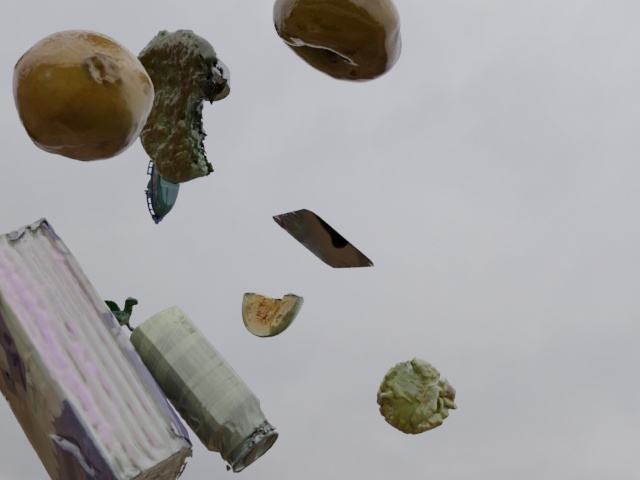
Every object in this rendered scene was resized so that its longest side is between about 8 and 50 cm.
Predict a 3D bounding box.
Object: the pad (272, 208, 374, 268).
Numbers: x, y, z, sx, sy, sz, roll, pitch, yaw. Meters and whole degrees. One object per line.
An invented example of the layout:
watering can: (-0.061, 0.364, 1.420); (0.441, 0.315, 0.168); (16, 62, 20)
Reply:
pad: (0.000, 0.000, 1.658); (0.181, 0.004, 0.267); (40, -15, -14)

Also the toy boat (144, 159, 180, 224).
toy boat: (-0.410, -0.127, 2.082); (0.091, 0.174, 0.110); (10, -7, -43)

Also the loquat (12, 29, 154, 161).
loquat: (-0.335, -0.201, 1.155); (0.187, 0.176, 0.234); (25, -21, -15)

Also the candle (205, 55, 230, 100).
candle: (-0.312, -0.414, 2.036); (0.192, 0.068, 0.168); (2, -26, -17)

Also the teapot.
teapot: (-0.139, 0.183, 0.965); (0.200, 0.077, 0.107); (46, -38, 21)

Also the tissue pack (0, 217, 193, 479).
tissue pack: (-0.298, 0.170, 0.981); (0.343, 0.125, 0.242); (53, -34, 20)

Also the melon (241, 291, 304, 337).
melon: (-0.109, 0.174, 1.884); (0.160, 0.128, 0.079); (2, -32, 34)

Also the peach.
peach: (0.032, -0.392, 1.517); (0.251, 0.153, 0.251); (27, -12, 6)

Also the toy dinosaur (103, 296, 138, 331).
toy dinosaur: (-0.332, 0.122, 1.257); (0.120, 0.060, 0.029); (-12, 7, -1)

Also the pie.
pie: (-0.341, -0.315, 1.921); (0.297, 0.078, 0.371); (33, -56, 30)

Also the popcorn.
popcorn: (0.173, 0.291, 1.530); (0.136, 0.162, 0.141); (-37, -84, 25)
